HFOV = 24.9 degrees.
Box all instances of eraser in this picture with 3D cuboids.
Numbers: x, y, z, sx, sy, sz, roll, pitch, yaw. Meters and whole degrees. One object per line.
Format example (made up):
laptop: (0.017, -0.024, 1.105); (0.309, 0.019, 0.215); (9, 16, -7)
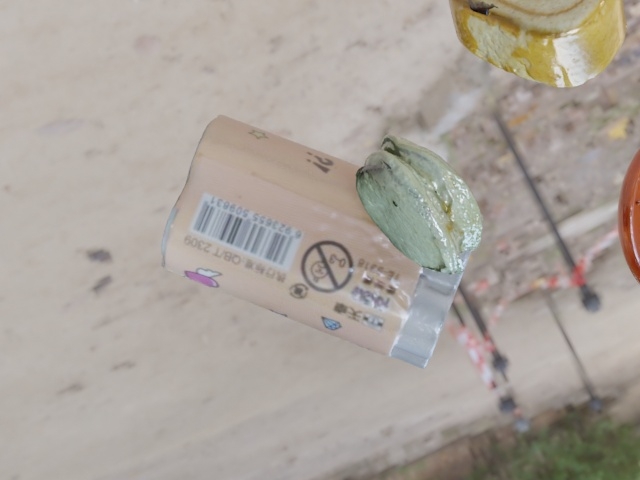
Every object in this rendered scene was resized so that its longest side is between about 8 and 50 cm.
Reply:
eraser: (0.000, 0.000, 1.455); (0.087, 0.290, 0.171); (43, 68, -85)

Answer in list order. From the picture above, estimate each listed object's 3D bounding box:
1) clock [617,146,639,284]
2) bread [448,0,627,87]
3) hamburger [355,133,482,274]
clock: (0.394, -0.028, 1.510); (0.205, 0.205, 0.051); (-19, -166, -28)
bread: (0.166, -0.189, 1.100); (0.122, 0.149, 0.073); (-46, 141, -18)
hamburger: (0.088, -0.032, 1.332); (0.062, 0.133, 0.140); (-36, -149, -19)
